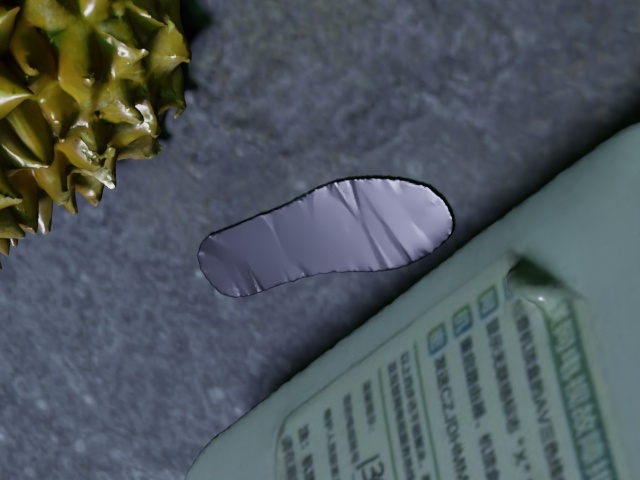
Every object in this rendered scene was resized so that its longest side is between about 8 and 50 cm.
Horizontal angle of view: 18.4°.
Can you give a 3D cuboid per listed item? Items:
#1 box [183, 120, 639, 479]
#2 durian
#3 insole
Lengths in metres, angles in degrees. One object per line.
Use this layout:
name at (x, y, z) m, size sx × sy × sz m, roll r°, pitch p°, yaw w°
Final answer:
box at (0.097, 0.194, 0.842) m, size 0.111 × 0.396 × 0.396 m, roll 16°, pitch 140°, yaw -36°
durian at (-0.189, -0.047, 0.957) m, size 0.185 × 0.195 × 0.305 m, roll 34°, pitch 126°, yaw 0°
insole at (0.000, 0.000, 0.993) m, size 0.152 × 0.002 × 0.053 m, roll -18°, pitch 107°, yaw 34°
